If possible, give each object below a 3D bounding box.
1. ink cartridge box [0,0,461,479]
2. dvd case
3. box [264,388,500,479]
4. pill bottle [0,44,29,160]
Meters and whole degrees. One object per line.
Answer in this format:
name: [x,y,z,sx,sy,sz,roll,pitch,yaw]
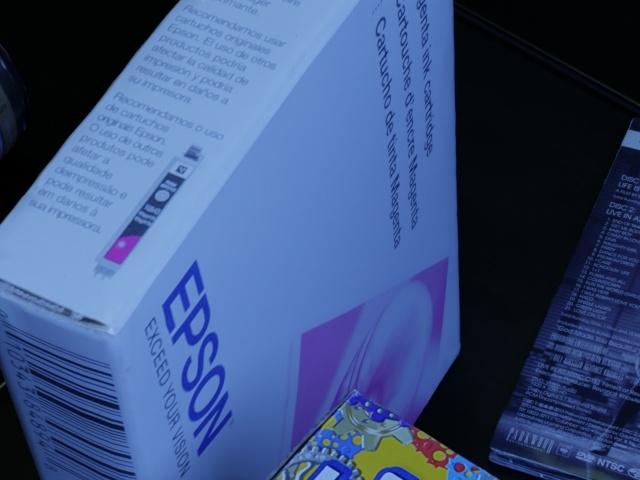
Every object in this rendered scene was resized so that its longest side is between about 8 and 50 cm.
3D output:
ink cartridge box: [0.000,0.000,0.809,0.071,0.324,0.330,23,59,21]
dvd case: [0.197,0.041,0.951,0.164,0.018,0.221,16,57,19]
box: [0.073,0.251,0.631,0.279,0.290,0.177,31,61,25]
pill bottle: [-0.259,-0.027,0.985,0.123,0.123,0.219,26,59,23]
